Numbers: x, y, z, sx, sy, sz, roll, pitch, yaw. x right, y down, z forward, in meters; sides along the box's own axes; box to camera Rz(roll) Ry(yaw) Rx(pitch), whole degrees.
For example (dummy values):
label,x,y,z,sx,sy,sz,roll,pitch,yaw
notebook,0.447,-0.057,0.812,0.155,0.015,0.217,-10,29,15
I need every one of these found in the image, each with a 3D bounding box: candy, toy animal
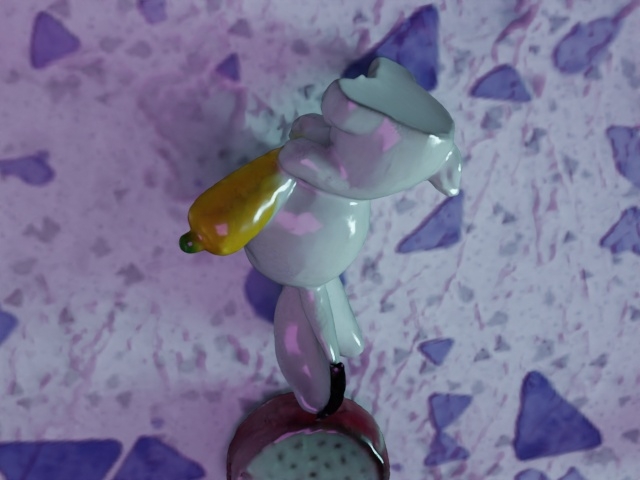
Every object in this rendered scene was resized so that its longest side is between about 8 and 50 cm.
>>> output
label,x,y,z,sx,sy,sz,roll,pitch,yaw
candy,-0.007,0.142,0.836,0.103,0.043,0.103,-3,115,-7
toy animal,0.000,0.000,0.735,0.127,0.131,0.182,36,116,1
